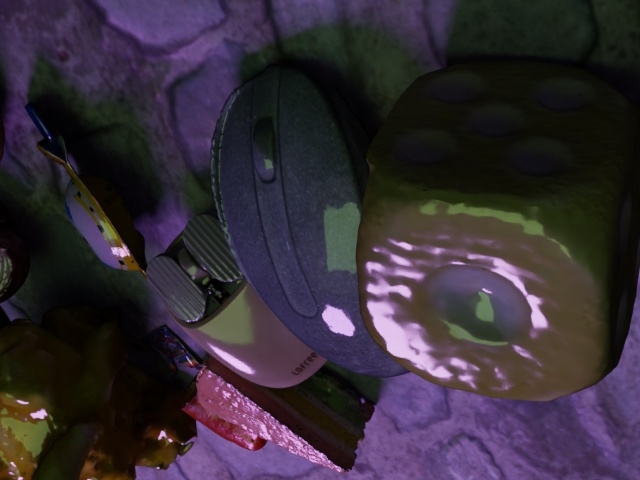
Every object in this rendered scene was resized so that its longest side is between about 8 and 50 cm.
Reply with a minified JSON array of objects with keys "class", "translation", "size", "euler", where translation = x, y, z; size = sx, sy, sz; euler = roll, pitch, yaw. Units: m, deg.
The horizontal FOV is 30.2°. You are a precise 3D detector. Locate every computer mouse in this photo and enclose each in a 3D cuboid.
[{"class":"computer mouse","translation":[-0.001,0.002,1.244],"size":[0.203,0.114,0.374],"euler":[-4,119,46]},{"class":"computer mouse","translation":[-0.086,0.075,1.381],"size":[0.145,0.082,0.236],"euler":[-42,103,16]}]

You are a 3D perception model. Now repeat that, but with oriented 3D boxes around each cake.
[{"class":"cake","translation":[-0.048,0.199,1.477],"size":[0.225,0.109,0.090],"euler":[35,136,-3]}]

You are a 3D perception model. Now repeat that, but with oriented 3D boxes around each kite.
[{"class":"kite","translation":[-0.205,0.147,1.590],"size":[0.122,0.004,0.090],"euler":[12,131,23]}]

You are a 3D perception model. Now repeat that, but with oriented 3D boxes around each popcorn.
[{"class":"popcorn","translation":[-0.352,0.257,1.543],"size":[0.290,0.321,0.326],"euler":[10,113,23]}]

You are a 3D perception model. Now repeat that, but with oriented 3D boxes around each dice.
[{"class":"dice","translation":[0.173,-0.012,1.085],"size":[0.226,0.233,0.238],"euler":[8,132,21]}]

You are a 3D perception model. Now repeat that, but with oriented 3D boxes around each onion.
[{"class":"onion","translation":[-0.464,0.018,1.547],"size":[0.205,0.098,0.151],"euler":[29,111,12]}]

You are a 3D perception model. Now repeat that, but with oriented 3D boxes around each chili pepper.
[{"class":"chili pepper","translation":[-0.086,0.226,1.537],"size":[0.192,0.084,0.086],"euler":[31,134,5]}]

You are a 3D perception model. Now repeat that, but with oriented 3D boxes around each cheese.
[{"class":"cheese","translation":[-0.275,-0.053,1.395],"size":[0.250,0.064,0.156],"euler":[58,168,-9]}]

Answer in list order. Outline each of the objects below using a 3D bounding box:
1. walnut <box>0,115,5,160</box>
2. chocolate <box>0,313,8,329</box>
[{"class":"walnut","translation":[-0.451,-0.117,1.391],"size":[0.155,0.155,0.184],"euler":[40,133,-8]},{"class":"chocolate","translation":[-0.582,0.195,1.682],"size":[0.186,0.283,0.284],"euler":[7,133,44]}]
